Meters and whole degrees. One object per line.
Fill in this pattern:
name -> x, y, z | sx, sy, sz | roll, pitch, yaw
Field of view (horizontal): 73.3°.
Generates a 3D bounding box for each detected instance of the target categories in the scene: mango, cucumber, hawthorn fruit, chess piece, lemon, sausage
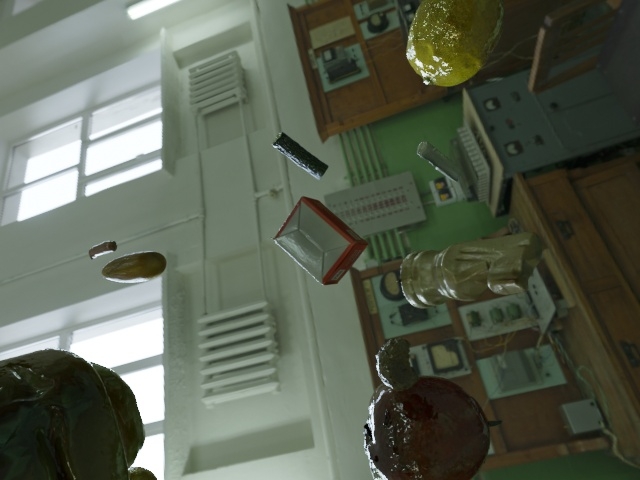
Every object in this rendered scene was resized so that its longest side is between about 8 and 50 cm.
mango -> -0.693, 0.100, 1.605 | 0.147, 0.227, 0.109 | -146, 49, -65
cucumber -> -0.064, -0.263, 1.335 | 0.187, 0.058, 0.058 | 35, -160, -10
hawthorn fruit -> 0.281, 0.473, 1.057 | 0.285, 0.369, 0.284 | 175, 90, -75
chess piece -> 0.313, 0.061, 0.905 | 0.137, 0.301, 0.137 | 11, -110, -32
lemon -> -0.626, 0.838, 1.405 | 0.187, 0.244, 0.186 | 20, -117, -45
sausage -> -0.732, 0.031, 1.439 | 0.036, 0.158, 0.042 | 17, -116, -50
lemon -> 0.342, -0.534, 1.097 | 0.233, 0.288, 0.233 | 29, -165, -8

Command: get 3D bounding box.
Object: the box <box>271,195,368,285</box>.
box -> 0.000, 0.000, 1.008 | 0.182, 0.133, 0.099 | 40, -166, 22

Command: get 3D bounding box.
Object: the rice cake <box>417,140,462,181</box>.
rice cake -> 0.421, -0.274, 1.511 | 0.256, 0.052, 0.057 | 20, -94, -43

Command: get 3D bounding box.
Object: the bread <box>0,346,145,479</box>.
bread -> -0.412, 0.294, 0.590 | 0.341, 0.210, 0.300 | -3, -125, -37

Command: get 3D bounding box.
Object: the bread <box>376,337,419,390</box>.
bread -> 0.155, 0.260, 0.901 | 0.060, 0.082, 0.113 | 25, 132, 65
